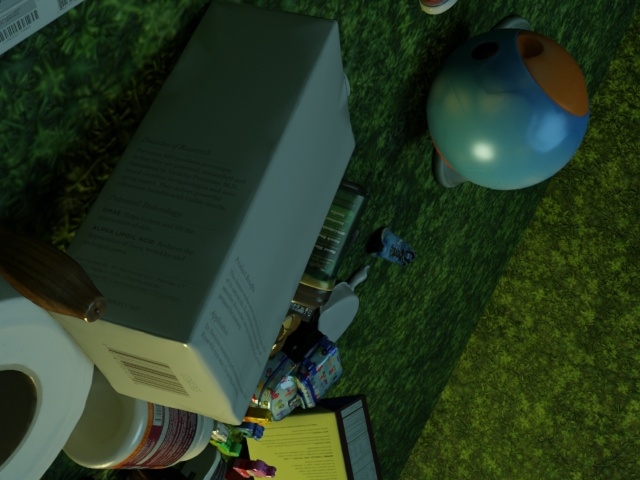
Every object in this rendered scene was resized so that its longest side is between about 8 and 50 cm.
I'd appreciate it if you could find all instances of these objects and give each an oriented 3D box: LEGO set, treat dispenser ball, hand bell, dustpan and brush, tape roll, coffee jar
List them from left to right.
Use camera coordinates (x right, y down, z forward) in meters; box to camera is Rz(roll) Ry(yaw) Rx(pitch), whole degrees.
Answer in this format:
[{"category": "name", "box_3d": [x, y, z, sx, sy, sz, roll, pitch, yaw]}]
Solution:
[{"category": "tape roll", "box_3d": [-0.345, 0.153, 0.719, 0.286, 0.100, 0.286, -46, 154, -31]}, {"category": "hand bell", "box_3d": [-0.244, -0.007, 0.560, 0.126, 0.242, 0.126, -46, 153, -31]}, {"category": "LEGO set", "box_3d": [-0.121, 0.320, 1.326, 0.227, 0.093, 0.087, 59, 39, -49]}, {"category": "coffee jar", "box_3d": [0.000, 0.000, 1.123, 0.096, 0.079, 0.184, -127, -124, -73]}, {"category": "dustpan and brush", "box_3d": [0.044, 0.119, 1.558, 0.211, 0.060, 0.147, -37, 149, -32]}, {"category": "treat dispenser ball", "box_3d": [0.336, -0.235, 1.439, 0.288, 0.288, 0.288, -46, 153, -32]}]

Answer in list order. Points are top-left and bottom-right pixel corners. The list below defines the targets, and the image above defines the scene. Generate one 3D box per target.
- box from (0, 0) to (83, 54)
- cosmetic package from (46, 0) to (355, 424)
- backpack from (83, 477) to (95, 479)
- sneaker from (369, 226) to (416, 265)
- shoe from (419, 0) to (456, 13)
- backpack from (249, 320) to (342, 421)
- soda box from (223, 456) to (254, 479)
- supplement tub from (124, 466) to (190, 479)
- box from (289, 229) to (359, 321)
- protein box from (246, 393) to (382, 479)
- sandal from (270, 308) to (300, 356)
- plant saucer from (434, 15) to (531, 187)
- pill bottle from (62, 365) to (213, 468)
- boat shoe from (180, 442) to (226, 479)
[{"category": "box", "box_3d": [-0.231, -0.242, 0.576, 0.145, 0.038, 0.186, -48, 155, -30]}, {"category": "cosmetic package", "box_3d": [-0.097, -0.035, 0.826, 0.217, 0.156, 0.385, 79, 28, -56]}, {"category": "backpack", "box_3d": [-0.323, 0.430, 1.034, 0.188, 0.144, 0.166, -59, 163, 3]}, {"category": "sneaker", "box_3d": [0.157, 0.017, 1.634, 0.063, 0.073, 0.162, -65, 157, 9]}, {"category": "shoe", "box_3d": [0.199, -0.437, 1.218, 0.178, 0.063, 0.081, -59, 156, -17]}, {"category": "backpack", "box_3d": [-0.057, 0.242, 1.399, 0.173, 0.117, 0.158, -45, 152, -27]}, {"category": "soda box", "box_3d": [-0.111, 0.482, 1.605, 0.263, 0.083, 0.092, -11, 127, -62]}, {"category": "supplement tub", "box_3d": [-0.274, 0.435, 1.182, 0.198, 0.106, 0.106, -62, 157, 1]}, {"category": "box", "box_3d": [-0.036, 0.026, 1.267, 0.183, 0.056, 0.231, -61, 157, -1]}, {"category": "protein box", "box_3d": [-0.010, 0.409, 1.482, 0.136, 0.200, 0.201, -8, 86, -62]}, {"category": "sandal", "box_3d": [-0.093, 0.155, 1.278, 0.072, 0.049, 0.180, -13, 151, -43]}, {"category": "plant saucer", "box_3d": [0.391, -0.283, 1.743, 0.400, 0.100, 0.400, -47, 154, -31]}, {"category": "pill bottle", "box_3d": [-0.228, 0.231, 1.023, 0.121, 0.121, 0.221, -59, 157, -5]}, {"category": "boat shoe", "box_3d": [-0.221, 0.433, 1.340, 0.183, 0.065, 0.083, -53, 152, -22]}]
